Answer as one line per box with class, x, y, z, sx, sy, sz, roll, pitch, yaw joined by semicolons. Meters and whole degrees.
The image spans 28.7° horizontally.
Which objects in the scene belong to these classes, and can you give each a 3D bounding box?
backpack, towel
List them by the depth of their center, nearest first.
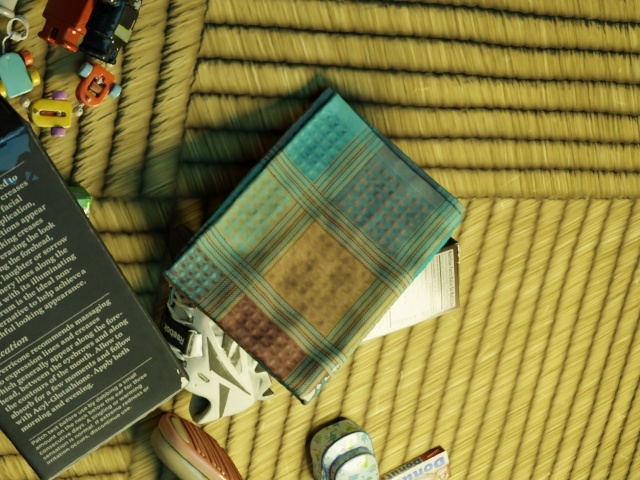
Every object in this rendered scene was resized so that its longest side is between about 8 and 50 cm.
towel;0.000;0.000;1.700;0.271;0.040;0.370;42;69;-3
backpack;0.042;0.356;2.031;0.105;0.084;0.114;-23;121;-20

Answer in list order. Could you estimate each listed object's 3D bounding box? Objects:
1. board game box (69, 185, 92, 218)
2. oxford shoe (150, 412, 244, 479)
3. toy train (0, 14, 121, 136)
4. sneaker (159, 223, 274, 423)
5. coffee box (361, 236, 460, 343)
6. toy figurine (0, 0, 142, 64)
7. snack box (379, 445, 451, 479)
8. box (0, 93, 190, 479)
board game box;-0.460;0.041;1.610;0.317;0.046;0.214;-3;115;-28
oxford shoe;-0.166;0.422;1.918;0.146;0.140;0.397;-34;124;-1
toy train;-0.339;-0.201;1.557;0.166;0.046;0.125;32;77;-30
sneaker;-0.175;0.135;1.770;0.146;0.122;0.331;-28;125;-16
coffee box;0.037;0.060;1.823;0.297;0.168;0.119;-19;122;-21
toy figurine;-0.307;-0.308;1.415;0.209;0.213;0.148;22;92;-32
snack box;0.143;0.421;2.159;0.178;0.022;0.064;-24;123;-16
box;-0.366;0.024;1.442;0.212;0.293;0.396;-34;125;-11
